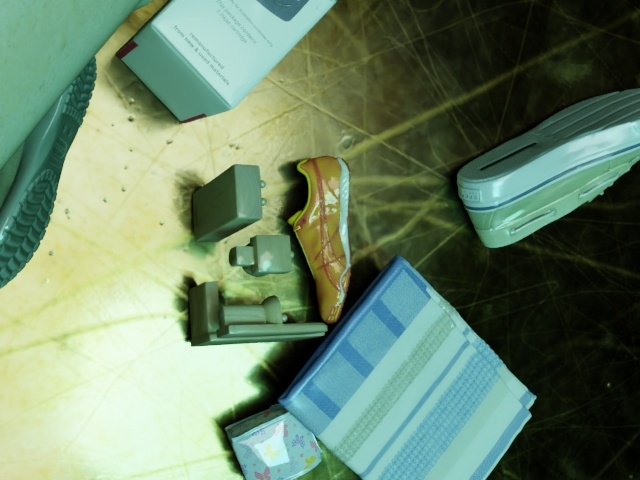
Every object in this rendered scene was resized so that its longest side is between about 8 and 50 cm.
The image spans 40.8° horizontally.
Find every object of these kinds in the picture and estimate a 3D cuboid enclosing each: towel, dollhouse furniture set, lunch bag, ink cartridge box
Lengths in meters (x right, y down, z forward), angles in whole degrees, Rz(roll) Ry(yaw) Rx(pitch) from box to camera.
[{"bbox_3d":[0.106,0.176,0.942,0.285,0.034,0.209,46,75,-27],"label":"towel"},{"bbox_3d":[-0.049,0.020,0.842,0.123,0.144,0.151,1,78,-28],"label":"dollhouse furniture set"},{"bbox_3d":[-0.046,0.212,0.889,0.083,0.053,0.071,-23,100,-10],"label":"lunch bag"},{"bbox_3d":[-0.059,-0.228,0.791,0.100,0.172,0.237,46,76,-19],"label":"ink cartridge box"}]

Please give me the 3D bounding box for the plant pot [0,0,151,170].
[{"bbox_3d":[-0.267,-0.189,0.572,0.334,0.334,0.305,31,60,-22],"label":"plant pot"}]

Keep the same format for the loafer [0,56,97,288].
[{"bbox_3d":[-0.279,-0.069,0.763,0.087,0.094,0.251,18,76,1],"label":"loafer"}]

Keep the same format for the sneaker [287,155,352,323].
[{"bbox_3d":[0.000,0.000,0.901,0.068,0.064,0.175,-3,90,-1],"label":"sneaker"}]

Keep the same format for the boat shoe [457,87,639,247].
[{"bbox_3d":[0.294,-0.090,1.001,0.302,0.109,0.094,-24,118,-11],"label":"boat shoe"}]
